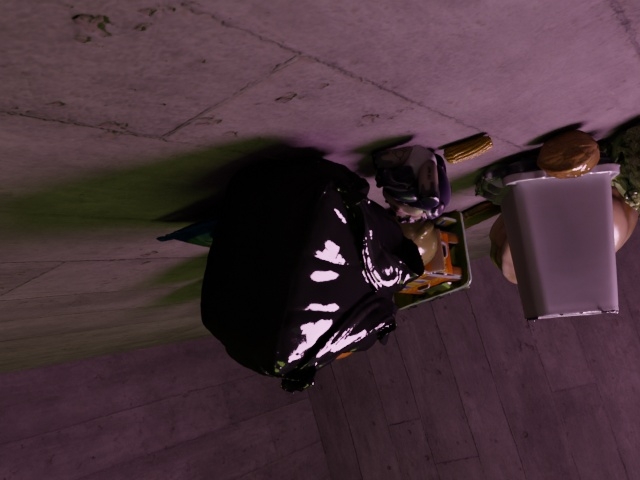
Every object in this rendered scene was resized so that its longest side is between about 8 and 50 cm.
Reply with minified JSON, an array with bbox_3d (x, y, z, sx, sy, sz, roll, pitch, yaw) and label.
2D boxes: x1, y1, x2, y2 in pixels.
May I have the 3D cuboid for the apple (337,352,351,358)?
[{"bbox_3d":[0.031,0.246,2.134,0.233,0.286,0.286,34,148,-17],"label":"apple"}]

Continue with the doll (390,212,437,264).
[{"bbox_3d":[0.179,0.031,1.678,0.260,0.162,0.177,-40,178,6],"label":"doll"}]

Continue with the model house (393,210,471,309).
[{"bbox_3d":[0.204,0.049,1.933,0.312,0.243,0.357,11,158,-32],"label":"model house"}]

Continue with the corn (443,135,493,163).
[{"bbox_3d":[0.273,-0.168,1.219,0.092,0.037,0.037,-20,169,11],"label":"corn"}]

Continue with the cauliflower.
[{"bbox_3d":[0.746,-0.166,1.534,0.250,0.276,0.272,16,-149,36],"label":"cauliflower"}]

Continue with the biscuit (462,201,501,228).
[{"bbox_3d":[0.476,-0.075,2.043,0.172,0.029,0.254,-8,167,-36],"label":"biscuit"}]

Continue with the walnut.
[{"bbox_3d":[0.511,-0.176,1.367,0.124,0.105,0.105,-20,169,22],"label":"walnut"}]

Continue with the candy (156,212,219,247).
[{"bbox_3d":[-0.135,-0.021,1.258,0.186,0.077,0.331,-15,169,26],"label":"candy"}]

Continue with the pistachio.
[{"bbox_3d":[0.697,-0.036,1.896,0.445,0.282,0.365,-31,135,14],"label":"pistachio"}]

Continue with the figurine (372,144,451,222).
[{"bbox_3d":[0.171,-0.106,1.194,0.145,0.146,0.222,-18,165,8],"label":"figurine"}]

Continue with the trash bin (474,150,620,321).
[{"bbox_3d":[0.526,-0.003,1.518,0.295,0.368,0.256,-5,171,3],"label":"trash bin"}]

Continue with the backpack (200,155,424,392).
[{"bbox_3d":[0.018,0.056,1.118,0.254,0.364,0.445,15,-176,30],"label":"backpack"}]
